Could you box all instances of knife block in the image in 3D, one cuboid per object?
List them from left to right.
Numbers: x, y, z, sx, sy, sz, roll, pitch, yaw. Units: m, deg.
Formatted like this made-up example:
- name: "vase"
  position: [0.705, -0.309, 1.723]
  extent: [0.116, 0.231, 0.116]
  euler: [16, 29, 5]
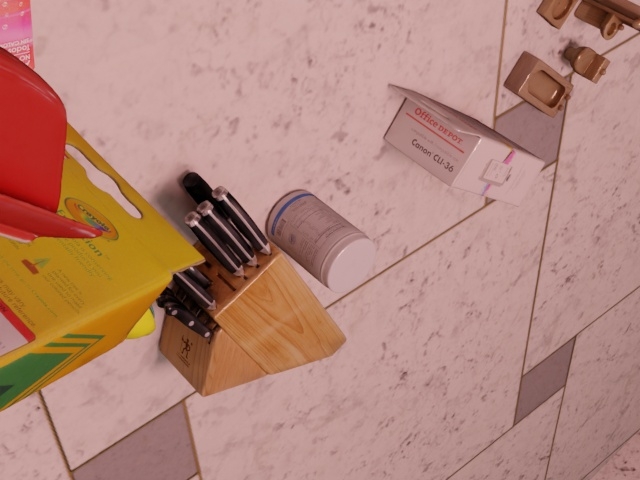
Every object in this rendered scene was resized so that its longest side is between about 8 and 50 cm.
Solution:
- name: "knife block"
  position: [-0.071, 0.031, 1.019]
  extent: [0.275, 0.088, 0.242]
  euler: [-11, 130, -42]

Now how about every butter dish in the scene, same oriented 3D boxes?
- name: "butter dish"
  position: [-0.198, -0.075, 0.496]
  extent: [0.160, 0.160, 0.118]
  euler: [23, 83, -56]

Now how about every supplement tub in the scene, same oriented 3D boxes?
- name: "supplement tub"
  position: [0.000, 0.000, 1.054]
  extent: [0.071, 0.107, 0.071]
  euler: [-29, 140, -28]

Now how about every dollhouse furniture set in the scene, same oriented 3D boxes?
- name: "dollhouse furniture set"
  position: [0.328, -0.216, 1.208]
  extent: [0.144, 0.123, 0.151]
  euler: [16, 108, -53]

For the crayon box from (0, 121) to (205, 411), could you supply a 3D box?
- name: "crayon box"
  position: [-0.238, 0.009, 0.653]
  extent: [0.081, 0.202, 0.318]
  euler: [-49, 170, 27]

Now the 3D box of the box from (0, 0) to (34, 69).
- name: "box"
  position: [-0.323, -0.148, 0.523]
  extent: [0.300, 0.154, 0.142]
  euler: [-23, 136, -35]

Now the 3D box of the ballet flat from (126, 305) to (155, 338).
- name: "ballet flat"
  position: [-0.218, 0.038, 0.866]
  extent: [0.231, 0.077, 0.077]
  euler: [68, 32, -47]

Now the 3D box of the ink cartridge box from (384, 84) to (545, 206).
- name: "ink cartridge box"
  position: [0.156, -0.106, 1.125]
  extent: [0.198, 0.115, 0.067]
  euler: [12, 112, -51]
